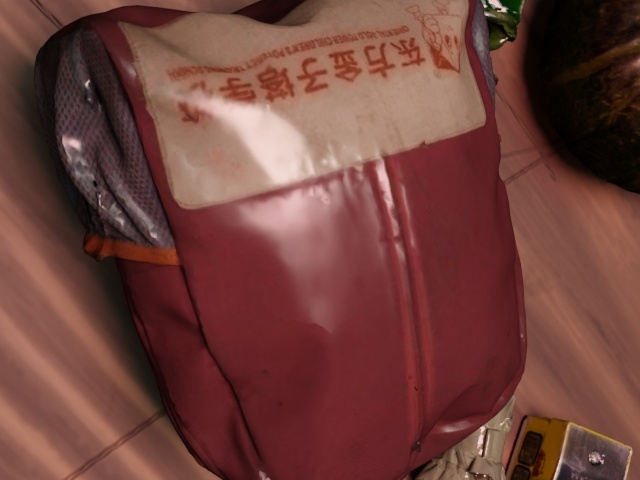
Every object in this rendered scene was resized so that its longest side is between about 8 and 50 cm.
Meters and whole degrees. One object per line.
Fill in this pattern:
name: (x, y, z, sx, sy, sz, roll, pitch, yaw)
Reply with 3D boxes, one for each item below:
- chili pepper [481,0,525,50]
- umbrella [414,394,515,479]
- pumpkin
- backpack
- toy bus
chili pepper: (0.126, -0.236, 0.678, 0.108, 0.062, 0.216, 36, 77, -26)
umbrella: (0.109, 0.166, 0.673, 0.067, 0.062, 0.144, 16, 82, 6)
pumpkin: (0.276, -0.136, 0.690, 0.223, 0.157, 0.224, 1, 84, -7)
backpack: (0.000, 0.000, 0.555, 0.283, 0.197, 0.318, -19, 102, -23)
toy bus: (0.165, 0.251, 0.689, 0.081, 0.074, 0.226, 23, 81, -22)
